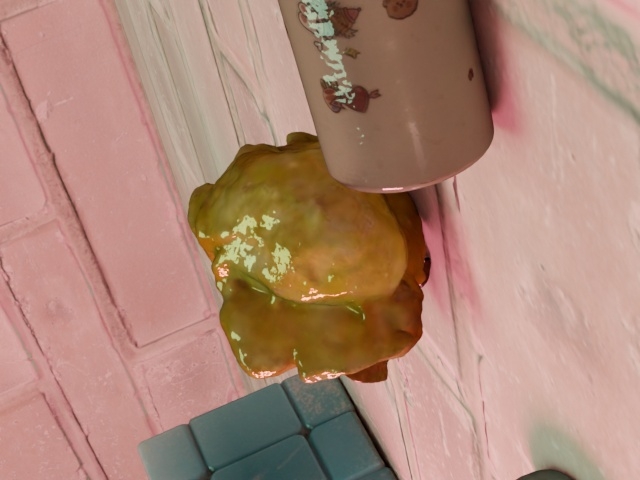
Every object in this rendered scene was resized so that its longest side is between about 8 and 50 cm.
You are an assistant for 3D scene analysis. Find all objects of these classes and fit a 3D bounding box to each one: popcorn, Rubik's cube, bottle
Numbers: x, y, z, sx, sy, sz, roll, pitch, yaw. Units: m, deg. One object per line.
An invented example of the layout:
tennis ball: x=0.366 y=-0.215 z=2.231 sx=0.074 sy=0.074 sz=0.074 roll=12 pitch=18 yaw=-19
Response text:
popcorn: x=-0.002 y=0.002 z=0.910 sx=0.253 sy=0.191 sz=0.190 roll=54 pitch=137 yaw=33
Rubik's cube: x=-0.049 y=0.433 z=1.619 sx=0.319 sy=0.322 sz=0.316 roll=81 pitch=164 yaw=-46
bottle: x=0.028 y=-0.151 z=0.635 sx=0.110 sy=0.110 sz=0.233 roll=-133 pitch=22 yaw=-60

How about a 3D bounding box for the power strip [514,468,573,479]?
power strip: x=0.205 y=0.268 z=0.808 sx=0.137 sy=0.044 sz=0.216 roll=95 pitch=151 yaw=-66
